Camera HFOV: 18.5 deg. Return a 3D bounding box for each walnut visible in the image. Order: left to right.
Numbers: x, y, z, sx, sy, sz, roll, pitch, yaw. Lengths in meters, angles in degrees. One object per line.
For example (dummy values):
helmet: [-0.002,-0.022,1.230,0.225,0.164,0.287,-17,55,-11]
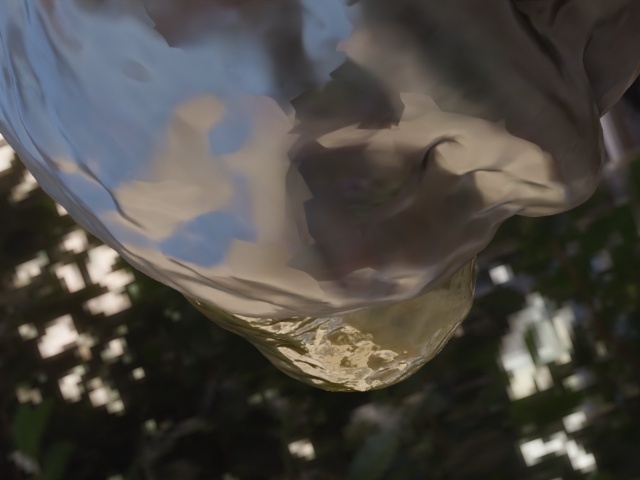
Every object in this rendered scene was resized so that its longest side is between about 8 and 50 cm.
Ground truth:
walnut: [0.000,-0.081,0.566,0.224,0.224,0.224,-21,-90,-79]

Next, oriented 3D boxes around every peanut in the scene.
peanut: [0.000,0.000,0.841,0.120,0.110,0.236,35,176,21]
